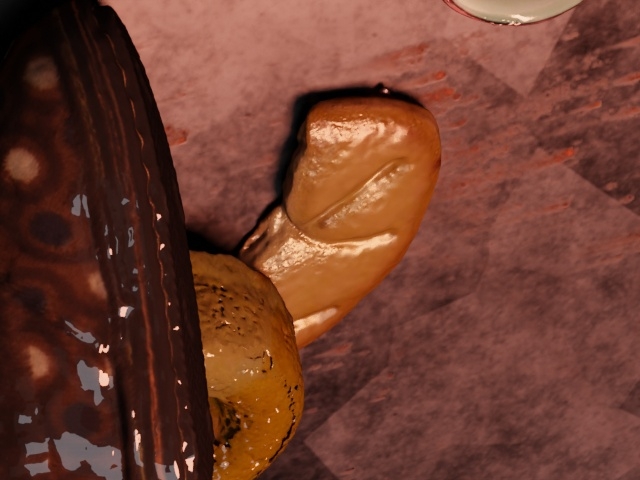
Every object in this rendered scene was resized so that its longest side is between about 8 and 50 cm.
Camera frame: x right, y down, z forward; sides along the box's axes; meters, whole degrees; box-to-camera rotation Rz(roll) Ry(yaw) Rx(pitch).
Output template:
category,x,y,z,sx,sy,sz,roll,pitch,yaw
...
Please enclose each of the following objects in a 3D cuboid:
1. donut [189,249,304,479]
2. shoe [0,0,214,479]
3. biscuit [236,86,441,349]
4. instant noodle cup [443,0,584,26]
category,x,y,z,sx,sy,sz,roll,pitch,yaw
donut,-0.129,0.138,1.611,0.272,0.107,0.272,-14,137,-13
shoe,-0.217,0.026,1.422,0.237,0.171,0.384,-8,94,2
biscuit,0.003,0.002,1.648,0.154,0.045,0.299,10,124,-31
instant noodle cup,0.096,-0.275,1.309,0.244,0.255,0.244,-15,134,-16
